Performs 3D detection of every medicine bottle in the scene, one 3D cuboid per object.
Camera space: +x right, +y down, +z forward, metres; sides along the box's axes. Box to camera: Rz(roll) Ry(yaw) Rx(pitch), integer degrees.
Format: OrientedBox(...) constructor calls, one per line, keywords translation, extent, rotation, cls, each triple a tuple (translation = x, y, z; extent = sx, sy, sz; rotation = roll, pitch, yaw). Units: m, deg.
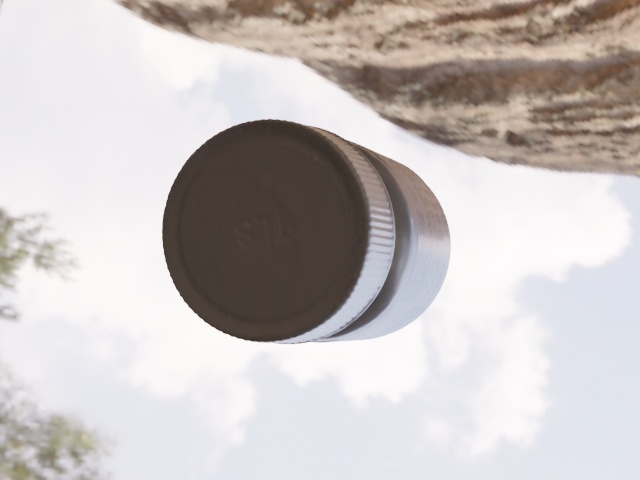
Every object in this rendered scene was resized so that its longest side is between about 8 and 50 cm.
OrientedBox(translation=(0.000, 0.000, 0.698), extent=(0.105, 0.168, 0.105), rotation=(-1, -94, 18), cls="medicine bottle")

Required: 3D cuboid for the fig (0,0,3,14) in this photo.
OrientedBox(translation=(-0.293, -0.154, 0.797), extent=(0.235, 0.235, 0.214), rotation=(-19, -135, 38), cls="fig")
